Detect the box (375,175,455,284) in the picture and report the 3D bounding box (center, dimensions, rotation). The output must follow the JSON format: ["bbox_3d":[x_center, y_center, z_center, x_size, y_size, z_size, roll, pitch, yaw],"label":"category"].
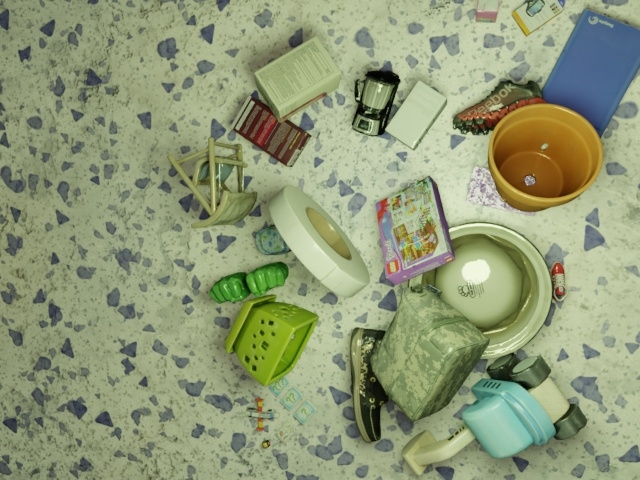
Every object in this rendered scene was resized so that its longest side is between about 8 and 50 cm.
[{"bbox_3d":[0.276,-0.033,1.666,0.201,0.057,0.293,-26,47,27],"label":"box"}]

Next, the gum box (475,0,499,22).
[{"bbox_3d":[0.499,-0.749,1.631,0.062,0.107,0.188,8,97,13],"label":"gum box"}]

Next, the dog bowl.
[{"bbox_3d":[0.477,0.141,1.691,0.408,0.150,0.408,1,96,14],"label":"dog bowl"}]

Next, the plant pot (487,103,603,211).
[{"bbox_3d":[0.608,-0.208,1.570,0.291,0.203,0.291,-2,72,7],"label":"plant pot"}]

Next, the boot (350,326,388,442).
[{"bbox_3d":[0.249,0.461,1.787,0.284,0.138,0.377,-5,88,15],"label":"boot"}]

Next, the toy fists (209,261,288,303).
[{"bbox_3d":[-0.240,0.146,1.876,0.279,0.142,0.096,-15,90,15],"label":"toy fists"}]

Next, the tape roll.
[{"bbox_3d":[0.000,0.000,1.676,0.072,0.392,0.392,-40,84,13],"label":"tape roll"}]

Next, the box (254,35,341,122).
[{"bbox_3d":[-0.072,-0.503,1.752,0.232,0.127,0.148,-32,84,-5],"label":"box"}]

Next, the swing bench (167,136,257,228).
[{"bbox_3d":[-0.330,-0.179,1.814,0.165,0.253,0.254,-19,90,15],"label":"swing bench"}]

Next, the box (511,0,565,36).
[{"bbox_3d":[0.645,-0.677,1.642,0.136,0.028,0.081,-33,86,12],"label":"box"}]

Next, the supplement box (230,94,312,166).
[{"bbox_3d":[-0.164,-0.361,1.850,0.239,0.073,0.130,36,102,10],"label":"supplement box"}]

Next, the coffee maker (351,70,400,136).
[{"bbox_3d":[0.180,-0.424,1.730,0.120,0.171,0.178,36,125,31],"label":"coffee maker"}]

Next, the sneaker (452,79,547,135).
[{"bbox_3d":[0.528,-0.401,1.661,0.276,0.097,0.135,-10,70,29],"label":"sneaker"}]

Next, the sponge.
[{"bbox_3d":[0.561,-0.152,1.705,0.210,0.031,0.117,13,98,13],"label":"sponge"}]

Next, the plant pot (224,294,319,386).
[{"bbox_3d":[-0.169,0.309,1.835,0.207,0.228,0.227,30,102,16],"label":"plant pot"}]

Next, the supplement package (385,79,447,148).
[{"bbox_3d":[0.296,-0.381,1.714,0.105,0.105,0.179,36,102,8],"label":"supplement package"}]

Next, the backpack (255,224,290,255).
[{"bbox_3d":[-0.159,-0.001,1.873,0.114,0.084,0.105,-12,89,18],"label":"backpack"}]

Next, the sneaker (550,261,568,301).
[{"bbox_3d":[0.716,0.125,1.670,0.042,0.067,0.118,-2,94,14],"label":"sneaker"}]

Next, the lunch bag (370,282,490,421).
[{"bbox_3d":[0.285,0.306,1.572,0.256,0.212,0.305,43,124,34],"label":"lunch bag"}]

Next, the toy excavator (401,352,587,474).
[{"bbox_3d":[0.477,0.553,1.669,0.445,0.433,0.222,-33,86,-14],"label":"toy excavator"}]

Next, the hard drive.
[{"bbox_3d":[0.784,-0.476,1.616,0.210,0.040,0.318,27,101,11],"label":"hard drive"}]

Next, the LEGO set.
[{"bbox_3d":[-0.156,0.610,1.939,0.182,0.060,0.244,43,104,11],"label":"LEGO set"}]
